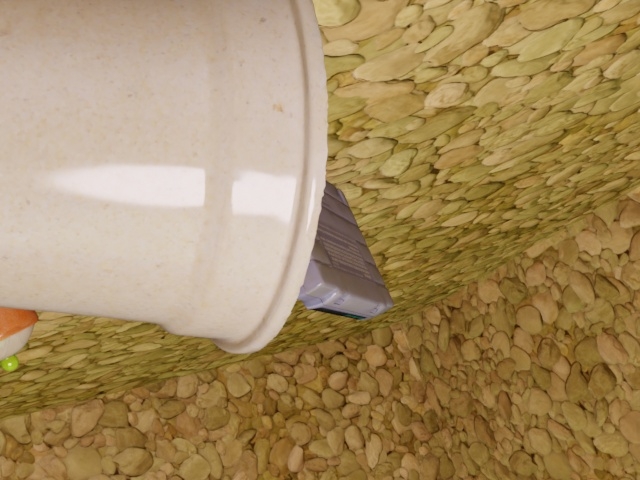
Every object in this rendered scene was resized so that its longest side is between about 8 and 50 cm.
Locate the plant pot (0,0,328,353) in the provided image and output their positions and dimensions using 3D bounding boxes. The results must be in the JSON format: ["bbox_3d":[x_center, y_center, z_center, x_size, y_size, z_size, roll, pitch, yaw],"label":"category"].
[{"bbox_3d":[-0.202,-0.074,0.613,0.306,0.333,0.334,0,157,-26],"label":"plant pot"}]

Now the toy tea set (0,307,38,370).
[{"bbox_3d":[-0.378,0.082,1.020,0.200,0.124,0.336,-22,-174,24],"label":"toy tea set"}]

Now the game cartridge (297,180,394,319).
[{"bbox_3d":[0.000,0.000,1.209,0.068,0.230,0.355,-24,164,15],"label":"game cartridge"}]
